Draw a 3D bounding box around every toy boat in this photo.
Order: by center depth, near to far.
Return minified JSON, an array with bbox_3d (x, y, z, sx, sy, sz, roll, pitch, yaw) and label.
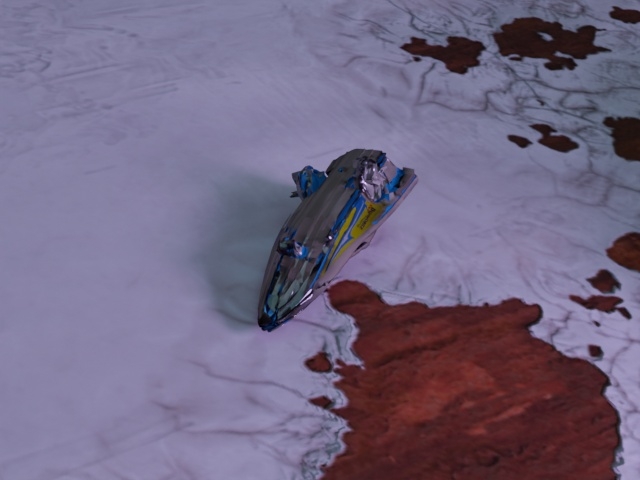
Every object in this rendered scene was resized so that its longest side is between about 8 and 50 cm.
[{"bbox_3d":[0.000,0.000,1.181,0.084,0.066,0.210,-7,33,34],"label":"toy boat"}]
